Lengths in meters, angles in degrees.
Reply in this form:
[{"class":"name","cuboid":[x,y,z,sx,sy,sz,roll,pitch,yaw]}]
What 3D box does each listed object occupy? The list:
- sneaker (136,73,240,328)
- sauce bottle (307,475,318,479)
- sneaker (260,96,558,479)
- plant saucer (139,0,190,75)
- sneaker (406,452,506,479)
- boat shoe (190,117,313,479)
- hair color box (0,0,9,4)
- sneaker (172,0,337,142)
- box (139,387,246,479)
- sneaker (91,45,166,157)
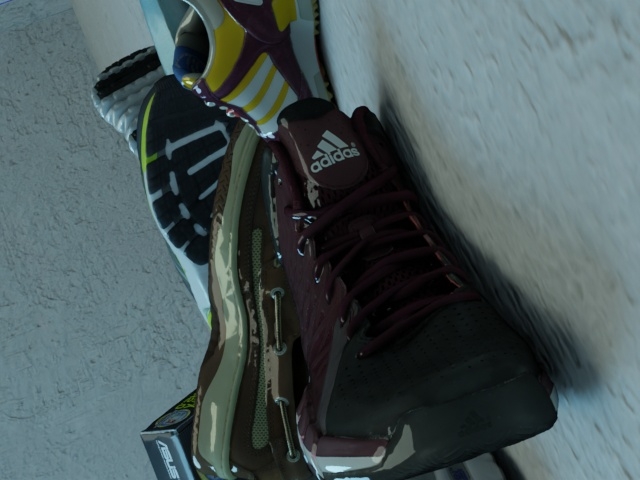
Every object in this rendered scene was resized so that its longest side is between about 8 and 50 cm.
[{"class":"sneaker","cuboid":[-0.110,-0.027,1.276,0.121,0.111,0.300,44,155,45]},{"class":"sauce bottle","cuboid":[0.036,0.254,1.099,0.111,0.111,0.344,-131,22,-66]},{"class":"sneaker","cuboid":[0.016,0.012,0.648,0.281,0.106,0.163,-170,63,-81]},{"class":"plant saucer","cuboid":[-0.130,-0.186,1.309,0.195,0.037,0.195,160,90,-81]},{"class":"sneaker","cuboid":[0.030,0.146,0.828,0.281,0.115,0.105,-167,57,-81]},{"class":"boat shoe","cuboid":[-0.021,0.039,0.941,0.095,0.095,0.257,-35,-47,-70]},{"class":"hair color box","cuboid":[-0.181,-0.321,0.795,0.110,0.185,0.339,-121,13,-56]},{"class":"sneaker","cuboid":[-0.042,-0.097,0.807,0.185,0.084,0.069,78,168,-45]},{"class":"box","cuboid":[-0.084,0.293,1.660,0.060,0.216,0.270,-10,106,36]},{"class":"sneaker","cuboid":[-0.173,-0.122,1.551,0.118,0.110,0.292,64,177,-36]}]
